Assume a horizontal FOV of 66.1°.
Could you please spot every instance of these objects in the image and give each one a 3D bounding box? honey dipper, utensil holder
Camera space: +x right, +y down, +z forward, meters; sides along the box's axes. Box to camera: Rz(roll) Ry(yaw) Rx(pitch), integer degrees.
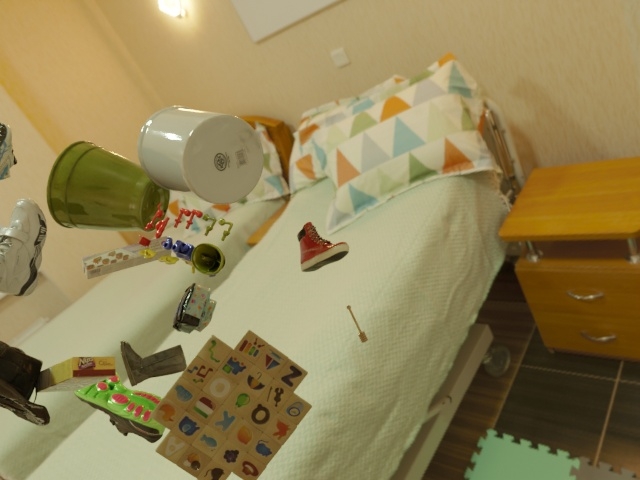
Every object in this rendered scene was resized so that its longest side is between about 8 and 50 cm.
[{"bbox_3d":[0.142,0.326,1.941,0.031,0.160,0.030,-24,5,2],"label":"honey dipper"},{"bbox_3d":[-0.434,-0.308,1.770,0.328,0.327,0.386,-41,36,-22],"label":"utensil holder"}]

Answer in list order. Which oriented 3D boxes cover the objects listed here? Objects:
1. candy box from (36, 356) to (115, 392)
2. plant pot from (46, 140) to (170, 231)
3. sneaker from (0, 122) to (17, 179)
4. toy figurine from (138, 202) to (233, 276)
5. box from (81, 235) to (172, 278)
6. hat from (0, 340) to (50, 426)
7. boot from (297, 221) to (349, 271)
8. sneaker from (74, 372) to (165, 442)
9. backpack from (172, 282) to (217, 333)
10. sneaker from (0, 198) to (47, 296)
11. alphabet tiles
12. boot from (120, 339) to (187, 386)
[{"bbox_3d":[-0.607,0.333,1.218,0.187,0.109,0.053,-24,66,33],"label":"candy box"},{"bbox_3d":[-0.822,-0.184,1.991,0.354,0.366,0.366,15,38,8],"label":"plant pot"},{"bbox_3d":[-0.939,-0.264,1.452,0.086,0.085,0.237,-13,-21,-47],"label":"sneaker"},{"bbox_3d":[-0.383,0.026,1.605,0.363,0.217,0.191,12,74,29],"label":"toy figurine"},{"bbox_3d":[-0.737,0.063,1.888,0.324,0.063,0.067,-18,-27,-32],"label":"box"},{"bbox_3d":[-0.771,0.321,1.197,0.332,0.331,0.133,-12,43,34],"label":"hat"},{"bbox_3d":[0.000,0.000,1.758,0.089,0.176,0.244,4,-19,-39],"label":"boot"},{"bbox_3d":[-0.824,0.682,1.998,0.483,0.202,0.185,17,24,28],"label":"sneaker"},{"bbox_3d":[-0.504,0.273,1.996,0.166,0.145,0.188,-44,35,52],"label":"backpack"},{"bbox_3d":[-1.114,0.024,1.754,0.138,0.365,0.210,5,-1,16],"label":"sneaker"},{"bbox_3d":[-0.198,0.384,1.110,0.342,0.285,0.011,-52,9,-1],"label":"alphabet tiles"},{"bbox_3d":[-0.625,0.433,1.846,0.209,0.189,0.076,-19,-6,-19],"label":"boot"}]
